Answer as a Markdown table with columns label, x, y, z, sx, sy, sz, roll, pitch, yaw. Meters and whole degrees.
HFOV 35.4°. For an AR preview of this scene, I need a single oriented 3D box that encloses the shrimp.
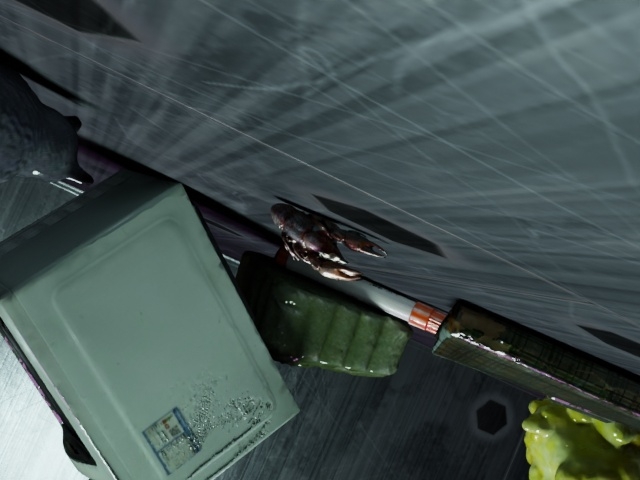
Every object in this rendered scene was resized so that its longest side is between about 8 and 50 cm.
| label | x | y | z | sx | sy | sz | roll | pitch | yaw |
| --- | --- | --- | --- | --- | --- | --- | --- | --- | --- |
| shrimp | 0.001 | 0.004 | 0.718 | 0.092 | 0.038 | 0.029 | 22 | 176 | 21 |

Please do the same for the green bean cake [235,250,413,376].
| label | x | y | z | sx | sy | sz | roll | pitch | yaw |
| --- | --- | --- | --- | --- | --- | --- | --- | --- | --- |
| green bean cake | -0.002 | 0.090 | 1.195 | 0.185 | 0.094 | 0.183 | 13 | -172 | -23 |

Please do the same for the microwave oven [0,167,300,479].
| label | x | y | z | sx | sy | sz | roll | pitch | yaw |
| --- | --- | --- | --- | --- | --- | --- | --- | --- | --- |
| microwave oven | -0.199 | 0.105 | 1.056 | 0.181 | 0.237 | 0.295 | 16 | 136 | 57 |

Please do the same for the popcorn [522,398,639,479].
| label | x | y | z | sx | sy | sz | roll | pitch | yaw |
| --- | --- | --- | --- | --- | --- | --- | --- | --- | --- |
| popcorn | 0.303 | 0.234 | 1.109 | 0.174 | 0.173 | 0.142 | 23 | 168 | 13 |

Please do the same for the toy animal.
| label | x | y | z | sx | sy | sz | roll | pitch | yaw |
| --- | --- | --- | --- | --- | --- | --- | --- | --- | --- |
| toy animal | -0.216 | -0.095 | 0.608 | 0.210 | 0.121 | 0.117 | 5 | 146 | -46 |

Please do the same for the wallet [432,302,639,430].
| label | x | y | z | sx | sy | sz | roll | pitch | yaw |
| --- | --- | --- | --- | --- | --- | --- | --- | --- | --- |
| wallet | 0.260 | 0.140 | 0.939 | 0.317 | 0.044 | 0.169 | 22 | 171 | 6 |

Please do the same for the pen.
| label | x | y | z | sx | sy | sz | roll | pitch | yaw |
| --- | --- | --- | --- | --- | --- | --- | --- | --- | --- |
| pen | 0.056 | 0.060 | 1.141 | 0.239 | 0.028 | 0.028 | 23 | 175 | 17 |
